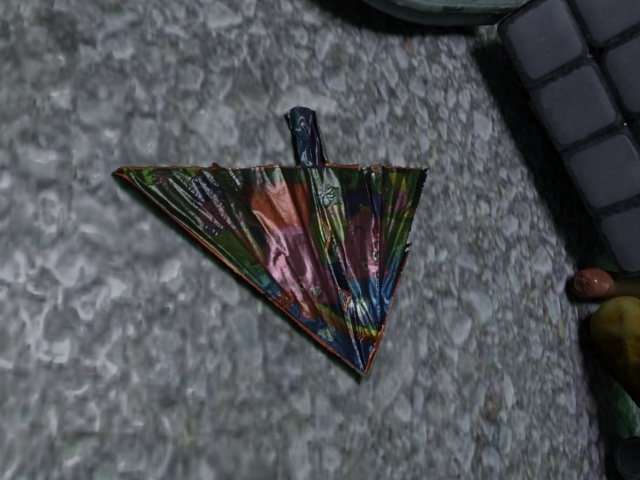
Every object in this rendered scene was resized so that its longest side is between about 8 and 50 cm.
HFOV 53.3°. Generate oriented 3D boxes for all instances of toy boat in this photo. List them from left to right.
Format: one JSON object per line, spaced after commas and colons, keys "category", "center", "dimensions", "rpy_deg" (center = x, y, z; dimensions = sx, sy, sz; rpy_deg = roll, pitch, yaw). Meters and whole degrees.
{"category": "toy boat", "center": [0.101, -0.292, 0.656], "dimensions": [0.319, 0.092, 0.141], "rpy_deg": [-20, 79, -43]}

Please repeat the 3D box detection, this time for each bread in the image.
{"category": "bread", "center": [0.369, 0.157, 0.639], "dimensions": [0.098, 0.087, 0.269], "rpy_deg": [8, 32, -26]}

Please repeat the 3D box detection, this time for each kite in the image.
{"category": "kite", "center": [0.000, 0.000, 0.513], "dimensions": [0.321, 0.016, 0.234], "rpy_deg": [-6, 79, -40]}

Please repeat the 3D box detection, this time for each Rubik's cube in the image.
{"category": "Rubik's cube", "center": [0.471, -0.198, 0.706], "dimensions": [0.337, 0.343, 0.344], "rpy_deg": [-29, 93, -43]}

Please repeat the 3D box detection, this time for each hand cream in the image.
{"category": "hand cream", "center": [0.418, 0.282, 0.725], "dimensions": [0.276, 0.059, 0.095], "rpy_deg": [32, 53, -32]}

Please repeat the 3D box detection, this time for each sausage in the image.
{"category": "sausage", "center": [0.364, 0.057, 0.771], "dimensions": [0.186, 0.043, 0.043], "rpy_deg": [9, 67, -37]}

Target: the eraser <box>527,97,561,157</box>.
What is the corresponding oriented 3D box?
{"category": "eraser", "center": [0.372, -0.176, 0.874], "dimensions": [0.157, 0.038, 0.230], "rpy_deg": [54, 48, -10]}
